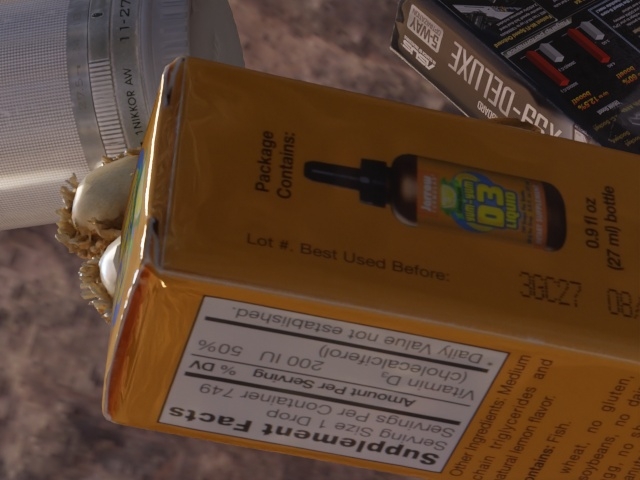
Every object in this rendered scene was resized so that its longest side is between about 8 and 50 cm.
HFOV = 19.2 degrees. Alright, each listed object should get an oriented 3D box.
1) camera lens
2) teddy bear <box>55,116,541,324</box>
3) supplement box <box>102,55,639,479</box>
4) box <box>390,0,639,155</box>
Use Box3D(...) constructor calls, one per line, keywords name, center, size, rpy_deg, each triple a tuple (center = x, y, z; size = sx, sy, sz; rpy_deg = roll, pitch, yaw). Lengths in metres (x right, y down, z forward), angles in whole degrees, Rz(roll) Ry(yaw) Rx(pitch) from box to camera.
Box3D(name="camera lens", center=(-0.220, -0.128, 1.709), size=(0.274, 0.219, 0.219), rpy_deg=(-7, -108, 12))
Box3D(name="teddy bear", center=(0.000, 0.000, 1.210), size=(0.245, 0.338, 0.113), rpy_deg=(31, -54, 49))
Box3D(name="supplement box", center=(0.059, 0.021, 0.532), size=(0.080, 0.233, 0.078), rpy_deg=(116, -17, -47))
Box3D(name="box", center=(0.247, -0.157, 1.416), size=(0.307, 0.076, 0.242), rpy_deg=(-29, -121, -30))
